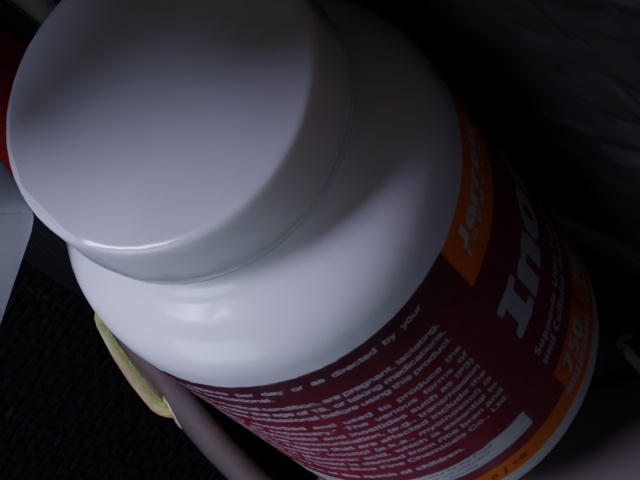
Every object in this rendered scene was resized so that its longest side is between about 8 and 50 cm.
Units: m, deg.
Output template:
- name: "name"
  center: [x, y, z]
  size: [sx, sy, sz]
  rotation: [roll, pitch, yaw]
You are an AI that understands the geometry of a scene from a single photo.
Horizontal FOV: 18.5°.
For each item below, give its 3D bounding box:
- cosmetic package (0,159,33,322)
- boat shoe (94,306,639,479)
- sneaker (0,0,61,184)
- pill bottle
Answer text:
- name: "cosmetic package"
  center: [-0.156, -0.022, 0.464]
  size: [0.085, 0.117, 0.231]
  rotation: [3, -149, -36]
- name: "boat shoe"
  center: [0.035, 0.053, 0.544]
  size: [0.096, 0.117, 0.324]
  rotation: [33, 179, -36]
- name: "sneaker"
  center: [-0.115, -0.027, 0.586]
  size: [0.279, 0.118, 0.107]
  rotation: [25, 171, 41]
- name: "pill bottle"
  center: [0.000, 0.000, 0.421]
  size: [0.086, 0.086, 0.152]
  rotation: [27, 172, 31]
